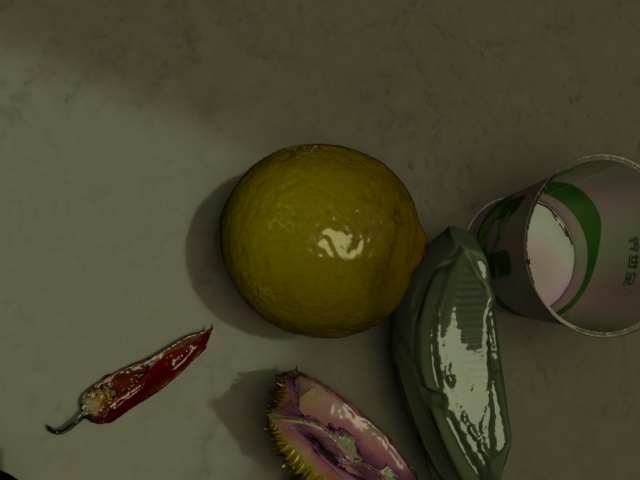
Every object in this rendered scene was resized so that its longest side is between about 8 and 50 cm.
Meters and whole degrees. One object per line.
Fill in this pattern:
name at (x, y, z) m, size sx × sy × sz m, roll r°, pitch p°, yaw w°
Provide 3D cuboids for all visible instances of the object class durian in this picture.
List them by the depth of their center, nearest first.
durian at (0.028, 0.307, 1.711) m, size 0.341 × 0.191 × 0.112 m, roll 38°, pitch 98°, yaw -21°

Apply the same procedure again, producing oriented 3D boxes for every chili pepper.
chili pepper at (-0.257, 0.200, 1.691) m, size 0.268 × 0.059 × 0.050 m, roll -33°, pitch 133°, yaw -20°

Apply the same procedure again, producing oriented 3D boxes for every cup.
cup at (0.353, 0.014, 1.773) m, size 0.253 × 0.274 × 0.253 m, roll 1°, pitch 86°, yaw -17°

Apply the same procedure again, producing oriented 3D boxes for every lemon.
lemon at (0.002, 0.000, 1.669) m, size 0.293 × 0.293 × 0.293 m, roll 2°, pitch 85°, yaw -17°

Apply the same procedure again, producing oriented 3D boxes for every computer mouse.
computer mouse at (0.176, 0.195, 1.733) m, size 0.145 × 0.228 × 0.429 m, roll -5°, pitch 85°, yaw -7°

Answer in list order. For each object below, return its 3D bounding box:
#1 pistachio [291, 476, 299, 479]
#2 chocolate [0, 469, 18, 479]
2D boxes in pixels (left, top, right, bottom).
pistachio at (-0.023, 0.426, 1.710) m, size 0.110 × 0.100 × 0.189 m, roll 4°, pitch 85°, yaw -20°
chocolate at (-0.571, 0.324, 1.451) m, size 0.326 × 0.314 × 0.297 m, roll -40°, pitch 86°, yaw -26°
